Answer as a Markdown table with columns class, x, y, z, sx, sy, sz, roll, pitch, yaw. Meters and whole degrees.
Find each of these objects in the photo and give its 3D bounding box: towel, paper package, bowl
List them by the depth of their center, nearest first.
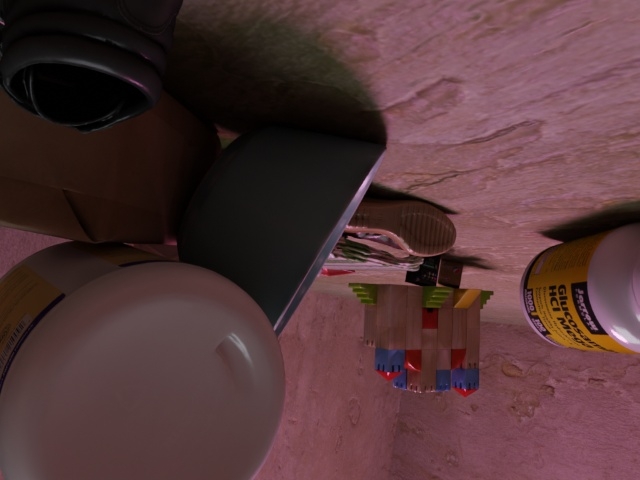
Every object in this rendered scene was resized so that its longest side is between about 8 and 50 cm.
| class | x | y | z | sx | sy | sz | roll | pitch | yaw |
| --- | --- | --- | --- | --- | --- | --- | --- | --- | --- |
| paper package | -0.306 | -0.099 | 0.661 | 0.309 | 0.168 | 0.325 | 11 | 180 | 3 |
| bowl | -0.063 | -0.020 | 0.721 | 0.163 | 0.312 | 0.311 | 31 | 172 | 4 |
| towel | 0.021 | 0.029 | 1.100 | 0.247 | 0.038 | 0.324 | -2 | 172 | 37 |

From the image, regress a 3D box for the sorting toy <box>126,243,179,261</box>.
| class | x | y | z | sx | sy | sz | roll | pitch | yaw |
| --- | --- | --- | --- | --- | --- | --- | --- | --- | --- |
| sorting toy | -0.215 | 0.008 | 0.912 | 0.041 | 0.307 | 0.229 | -31 | 151 | 32 |

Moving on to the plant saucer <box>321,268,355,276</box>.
| class | x | y | z | sx | sy | sz | roll | pitch | yaw |
| --- | --- | --- | --- | --- | --- | --- | --- | --- | --- |
| plant saucer | -0.047 | 0.059 | 1.790 | 0.258 | 0.048 | 0.258 | 15 | 170 | -16 |

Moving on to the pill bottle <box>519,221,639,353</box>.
| class | x | y | z | sx | sy | sz | roll | pitch | yaw |
| --- | --- | --- | --- | --- | --- | --- | --- | --- | --- |
| pill bottle | 0.454 | 0.075 | 0.861 | 0.187 | 0.188 | 0.334 | 12 | 170 | -3 |

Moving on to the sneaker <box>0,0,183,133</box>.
| class | x | y | z | sx | sy | sz | roll | pitch | yaw |
| --- | --- | --- | --- | --- | --- | --- | --- | --- | --- |
| sneaker | -0.201 | -0.152 | 0.405 | 0.295 | 0.147 | 0.104 | 5 | 171 | 40 |

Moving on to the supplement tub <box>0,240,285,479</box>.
| class | x | y | z | sx | sy | sz | roll | pitch | yaw |
| --- | --- | --- | --- | --- | --- | --- | --- | --- | --- |
| supplement tub | -0.215 | 0.124 | 0.587 | 0.241 | 0.241 | 0.331 | 18 | 175 | -36 |

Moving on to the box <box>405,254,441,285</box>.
| class | x | y | z | sx | sy | sz | roll | pitch | yaw |
| --- | --- | --- | --- | --- | --- | --- | --- | --- | --- |
| box | 0.244 | 0.064 | 1.359 | 0.052 | 0.083 | 0.062 | 15 | 170 | -25 |

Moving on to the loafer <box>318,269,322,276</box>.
| class | x | y | z | sx | sy | sz | roll | pitch | yaw |
| --- | --- | --- | --- | --- | --- | --- | --- | --- | --- |
| loafer | -0.140 | 0.022 | 1.472 | 0.319 | 0.112 | 0.112 | 9 | 170 | 13 |

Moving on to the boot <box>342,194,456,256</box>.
| class | x | y | z | sx | sy | sz | roll | pitch | yaw |
| --- | --- | --- | --- | --- | --- | --- | --- | --- | --- |
| boot | 0.092 | -0.042 | 1.012 | 0.248 | 0.090 | 0.207 | 11 | -175 | -24 |

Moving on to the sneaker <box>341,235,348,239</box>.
| class | x | y | z | sx | sy | sz | roll | pitch | yaw |
| --- | --- | --- | --- | --- | --- | --- | --- | --- | --- |
| sneaker | 0.000 | 0.000 | 1.310 | 0.106 | 0.078 | 0.234 | 12 | 167 | 13 |

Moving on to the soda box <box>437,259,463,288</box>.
| class | x | y | z | sx | sy | sz | roll | pitch | yaw |
| --- | --- | --- | --- | --- | --- | --- | --- | --- | --- |
| soda box | 0.344 | 0.099 | 1.519 | 0.058 | 0.061 | 0.181 | 9 | 170 | 14 |

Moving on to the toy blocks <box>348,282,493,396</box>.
| class | x | y | z | sx | sy | sz | roll | pitch | yaw |
| --- | --- | --- | --- | --- | --- | --- | --- | --- | --- |
| toy blocks | 0.244 | 0.240 | 1.357 | 0.381 | 0.261 | 0.190 | 7 | 173 | -32 |
